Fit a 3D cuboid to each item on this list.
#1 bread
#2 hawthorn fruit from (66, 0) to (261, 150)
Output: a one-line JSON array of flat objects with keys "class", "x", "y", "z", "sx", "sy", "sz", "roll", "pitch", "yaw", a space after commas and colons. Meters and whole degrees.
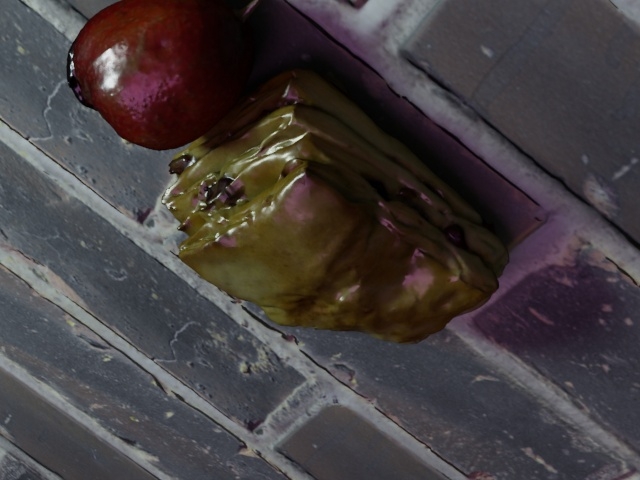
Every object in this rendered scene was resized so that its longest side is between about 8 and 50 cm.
[{"class": "bread", "x": 0.000, "y": 0.000, "z": 1.273, "sx": 0.370, "sy": 0.191, "sz": 0.314, "roll": 45, "pitch": 133, "yaw": -15}, {"class": "hawthorn fruit", "x": -0.158, "y": -0.206, "z": 1.202, "sx": 0.251, "sy": 0.189, "sz": 0.189, "roll": -25, "pitch": 115, "yaw": 19}]
